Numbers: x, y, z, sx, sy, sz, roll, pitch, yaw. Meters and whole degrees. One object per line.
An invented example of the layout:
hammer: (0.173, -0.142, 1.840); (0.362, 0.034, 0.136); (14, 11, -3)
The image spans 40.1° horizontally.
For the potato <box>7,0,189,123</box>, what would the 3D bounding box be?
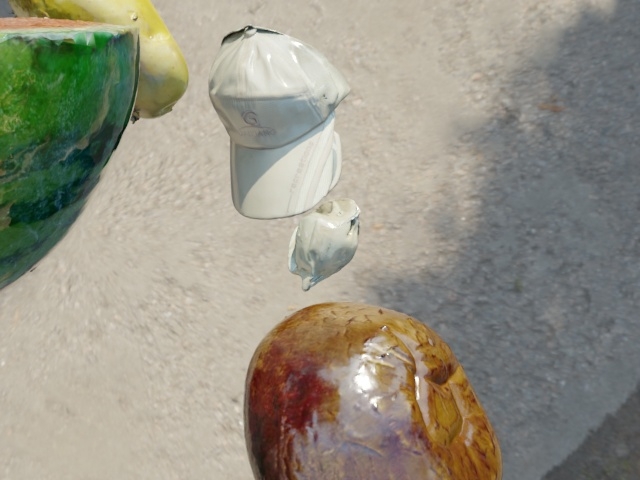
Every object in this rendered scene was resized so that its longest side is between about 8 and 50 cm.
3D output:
potato: (-0.288, -0.281, 1.092); (0.140, 0.173, 0.300); (-41, 95, -18)

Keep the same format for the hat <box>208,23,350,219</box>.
hat: (-0.087, -0.151, 1.179); (0.164, 0.219, 0.226); (35, 64, -53)

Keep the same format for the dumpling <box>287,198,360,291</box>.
dumpling: (0.000, 0.000, 1.695); (0.118, 0.136, 0.199); (28, 94, -51)

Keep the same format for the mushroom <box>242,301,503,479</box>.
mushroom: (0.048, 0.148, 0.651); (0.138, 0.194, 0.231); (-39, 93, 23)

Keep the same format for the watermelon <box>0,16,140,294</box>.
watermelon: (-0.152, -0.037, 0.442); (0.128, 0.231, 0.146); (7, 105, 16)
